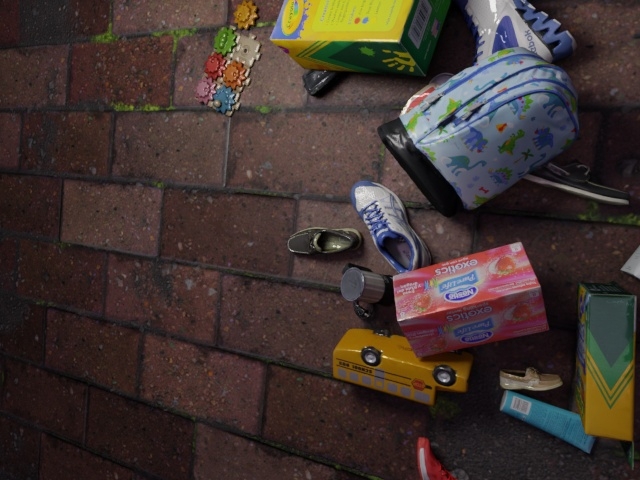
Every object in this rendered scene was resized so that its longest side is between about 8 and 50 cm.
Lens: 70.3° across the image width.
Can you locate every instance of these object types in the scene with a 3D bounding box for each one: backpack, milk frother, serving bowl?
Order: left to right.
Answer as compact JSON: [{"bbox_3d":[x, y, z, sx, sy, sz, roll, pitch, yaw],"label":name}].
[{"bbox_3d":[0.106,0.141,1.175,0.129,0.134,0.143,28,101,52],"label":"milk frother"},{"bbox_3d":[0.309,-0.371,1.130,0.083,0.027,0.083,5,103,22],"label":"serving bowl"},{"bbox_3d":[0.356,-0.236,0.979,0.355,0.290,0.273,-40,31,7],"label":"backpack"}]

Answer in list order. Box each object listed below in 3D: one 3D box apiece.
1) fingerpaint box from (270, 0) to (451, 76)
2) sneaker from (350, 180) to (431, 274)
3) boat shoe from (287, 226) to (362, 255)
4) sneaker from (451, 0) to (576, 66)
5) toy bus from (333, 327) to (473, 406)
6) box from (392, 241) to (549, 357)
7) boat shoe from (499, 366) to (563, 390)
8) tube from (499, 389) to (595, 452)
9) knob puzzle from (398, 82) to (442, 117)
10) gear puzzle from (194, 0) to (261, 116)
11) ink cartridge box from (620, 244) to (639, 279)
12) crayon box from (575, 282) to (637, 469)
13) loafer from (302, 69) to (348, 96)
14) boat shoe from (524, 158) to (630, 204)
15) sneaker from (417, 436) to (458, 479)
[{"bbox_3d":[0.128,-0.635,1.071,0.371,0.163,0.445,18,90,35],"label":"fingerpaint box"},{"bbox_3d":[0.170,-0.038,1.148,0.112,0.131,0.296,-43,73,21],"label":"sneaker"},{"bbox_3d":[0.001,0.001,1.253,0.223,0.073,0.080,-3,90,24],"label":"boat shoe"},{"bbox_3d":[0.392,-0.462,1.041,0.315,0.127,0.182,45,105,15],"label":"sneaker"},{"bbox_3d":[0.201,0.314,1.139,0.332,0.108,0.130,9,114,23],"label":"toy bus"},{"bbox_3d":[0.331,0.140,1.027,0.300,0.142,0.154,-17,127,17],"label":"box"},{"bbox_3d":[0.486,0.319,1.058,0.135,0.050,0.045,-10,92,24],"label":"boat shoe"},{"bbox_3d":[0.525,0.409,1.046,0.207,0.052,0.080,20,104,17],"label":"tube"},{"bbox_3d":[0.280,-0.291,1.128,0.213,0.030,0.213,5,105,21],"label":"knob puzzle"},{"bbox_3d":[-0.272,-0.559,1.377,0.175,0.044,0.339,30,103,20],"label":"gear puzzle"},{"bbox_3d":[0.724,0.027,0.903,0.128,0.127,0.176,36,105,19],"label":"ink cartridge box"},{"bbox_3d":[0.577,0.258,0.932,0.083,0.203,0.323,0,91,24],"label":"crayon box"},{"bbox_3d":[0.043,-0.479,1.222,0.223,0.076,0.078,-31,87,25],"label":"loafer"},{"bbox_3d":[0.558,-0.139,0.998,0.233,0.084,0.079,26,102,24],"label":"boat shoe"},{"bbox_3d":[0.318,0.589,1.132,0.128,0.087,0.221,-12,98,15],"label":"sneaker"}]
